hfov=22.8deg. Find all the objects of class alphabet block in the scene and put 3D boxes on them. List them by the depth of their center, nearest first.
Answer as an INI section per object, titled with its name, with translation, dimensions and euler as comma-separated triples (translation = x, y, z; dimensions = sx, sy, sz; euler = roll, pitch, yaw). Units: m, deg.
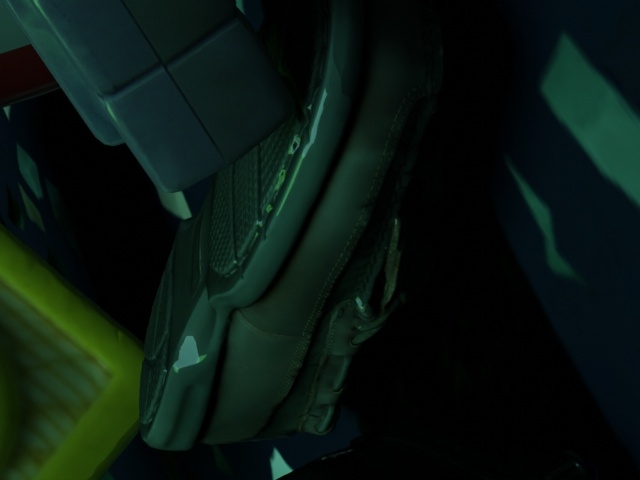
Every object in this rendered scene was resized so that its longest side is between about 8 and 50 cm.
[alphabet block]
translation = -0.215, 0.073, 0.800
dimensions = 0.193, 0.192, 0.197
euler = 40, 171, -12

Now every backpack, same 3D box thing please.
[backpack]
translation = 0.032, 0.109, 0.511
dimensions = 0.114, 0.105, 0.084
euler = 19, 126, 67

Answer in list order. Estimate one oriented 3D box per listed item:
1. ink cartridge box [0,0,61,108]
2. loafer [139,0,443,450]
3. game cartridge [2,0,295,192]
[ink cartridge box]
translation = -0.185, -0.144, 0.788
dimensions = 0.134, 0.078, 0.231
euler = 25, 132, 58
[loafer]
translation = 0.000, 0.000, 0.546
dimensions = 0.267, 0.084, 0.096
euler = 122, 154, -57
[game cartridge]
translation = -0.130, -0.170, 0.513
dimensions = 0.230, 0.068, 0.355
euler = 64, 174, -32
